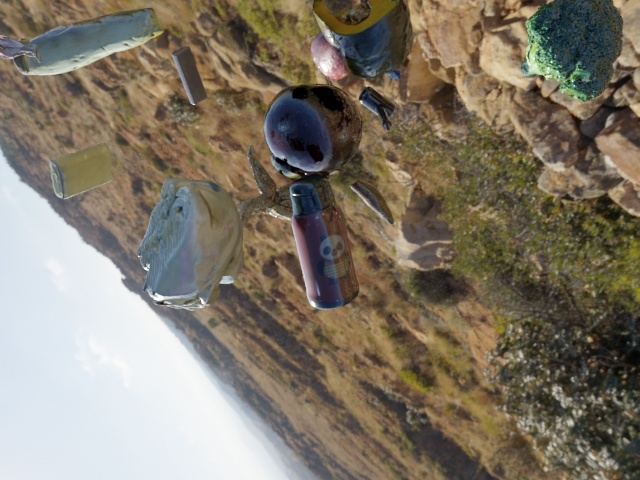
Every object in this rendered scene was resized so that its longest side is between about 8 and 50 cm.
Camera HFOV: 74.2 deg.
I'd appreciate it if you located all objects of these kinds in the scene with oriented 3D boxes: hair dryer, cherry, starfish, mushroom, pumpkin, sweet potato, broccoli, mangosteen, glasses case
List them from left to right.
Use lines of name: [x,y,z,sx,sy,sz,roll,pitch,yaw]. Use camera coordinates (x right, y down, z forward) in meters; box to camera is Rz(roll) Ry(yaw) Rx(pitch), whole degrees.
mushroom: [-0.509,-0.439,0.930,0.087,0.332,0.107,71,180,-48]
glasses case: [-0.474,-0.597,1.541,0.042,0.072,0.191,25,144,34]
starfish: [-0.119,-0.144,1.405,0.084,0.293,0.302,138,138,-58]
mangosteen: [-0.022,-0.301,1.219,0.300,0.300,0.301,45,153,30]
cherry: [0.059,-0.749,1.670,0.249,0.175,0.192,155,91,-83]
pumpkin: [0.112,-0.545,1.065,0.139,0.189,0.281,44,-164,-55]
sweet potato: [0.217,-0.156,1.648,0.243,0.077,0.077,41,162,-16]
hair dryer: [0.206,-0.448,1.469,0.128,0.070,0.256,30,-150,-21]
broccoli: [0.645,-0.491,1.110,0.269,0.253,0.270,171,90,-79]

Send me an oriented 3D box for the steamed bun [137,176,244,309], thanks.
steamed bun: [-0.268,0.010,0.968,0.268,0.207,0.281,34,104,48]

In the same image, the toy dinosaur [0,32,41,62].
toy dinosaur: [-0.536,-0.322,0.712,0.220,0.108,0.032,21,114,62]

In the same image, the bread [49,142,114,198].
bread: [-0.726,-0.213,1.297,0.060,0.178,0.140,31,131,16]

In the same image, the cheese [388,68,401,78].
cheese: [0.229,-0.751,1.627,0.129,0.216,0.330,-41,52,43]

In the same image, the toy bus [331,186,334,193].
toy bus: [0.012,-0.159,1.853,0.203,0.063,0.090,105,156,-48]

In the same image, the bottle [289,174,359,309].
bottle: [0.000,0.000,1.087,0.144,0.143,0.337,19,128,57]
